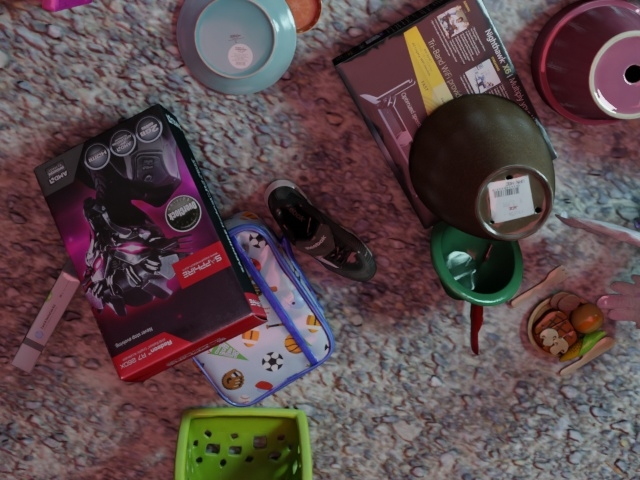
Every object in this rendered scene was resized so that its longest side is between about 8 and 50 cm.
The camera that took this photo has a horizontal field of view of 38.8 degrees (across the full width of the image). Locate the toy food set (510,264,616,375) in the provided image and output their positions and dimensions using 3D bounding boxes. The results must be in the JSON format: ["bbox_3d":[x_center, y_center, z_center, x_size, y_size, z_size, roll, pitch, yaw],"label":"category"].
[{"bbox_3d":[0.430,0.151,1.597,0.132,0.038,0.192,-36,107,9],"label":"toy food set"}]

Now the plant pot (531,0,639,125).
[{"bbox_3d":[0.441,-0.264,1.383,0.202,0.180,0.201,-1,108,-2],"label":"plant pot"}]

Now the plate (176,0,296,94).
[{"bbox_3d":[-0.131,-0.316,1.407,0.188,0.024,0.188,0,111,1],"label":"plate"}]

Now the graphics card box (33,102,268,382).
[{"bbox_3d":[-0.262,0.004,1.398,0.233,0.094,0.370,-26,78,7],"label":"graphics card box"}]

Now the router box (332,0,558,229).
[{"bbox_3d":[0.197,-0.209,1.440,0.243,0.081,0.308,-28,108,7],"label":"router box"}]

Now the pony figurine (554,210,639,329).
[{"bbox_3d":[0.593,0.024,1.431,0.363,0.351,0.303,-49,123,-10],"label":"pony figurine"}]

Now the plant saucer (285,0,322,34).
[{"bbox_3d":[-0.039,-0.363,1.410,0.084,0.013,0.083,-1,109,-4],"label":"plant saucer"}]

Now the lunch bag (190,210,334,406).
[{"bbox_3d":[-0.126,0.109,1.516,0.243,0.115,0.303,-30,109,5],"label":"lunch bag"}]

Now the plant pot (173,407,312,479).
[{"bbox_3d":[-0.134,0.439,1.574,0.228,0.227,0.207,1,115,-4],"label":"plant pot"}]

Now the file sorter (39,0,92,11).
[{"bbox_3d":[-0.409,-0.486,1.253,0.182,0.202,0.290,11,108,-4],"label":"file sorter"}]

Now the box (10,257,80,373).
[{"bbox_3d":[-0.432,0.106,1.479,0.038,0.145,0.186,30,105,-13],"label":"box"}]

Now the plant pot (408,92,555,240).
[{"bbox_3d":[0.251,-0.088,1.318,0.216,0.230,0.215,-1,109,-2],"label":"plant pot"}]

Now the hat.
[{"bbox_3d":[0.232,0.066,1.565,0.173,0.183,0.208,8,65,-17],"label":"hat"}]

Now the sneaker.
[{"bbox_3d":[0.000,0.000,1.487,0.234,0.106,0.078,42,103,-15],"label":"sneaker"}]
